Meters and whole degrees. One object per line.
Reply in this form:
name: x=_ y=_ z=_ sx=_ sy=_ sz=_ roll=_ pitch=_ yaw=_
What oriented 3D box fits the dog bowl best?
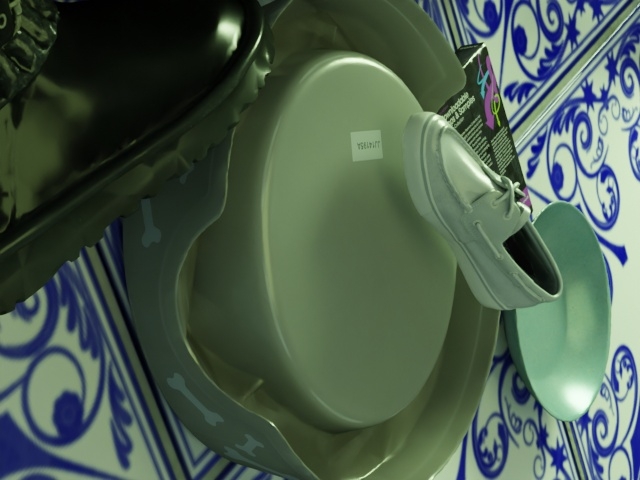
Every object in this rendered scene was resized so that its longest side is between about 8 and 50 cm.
dog bowl: x=0.000 y=0.000 z=1.146 sx=0.349 sy=0.102 sz=0.348 roll=9 pitch=80 yaw=-57

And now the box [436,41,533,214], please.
box: x=0.125 y=-0.067 z=1.409 sx=0.116 sy=0.029 sz=0.162 roll=-46 pitch=126 yaw=-49

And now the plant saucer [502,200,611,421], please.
plant saucer: x=0.202 y=0.063 z=1.506 sx=0.195 sy=0.037 sz=0.195 roll=6 pitch=83 yaw=-56

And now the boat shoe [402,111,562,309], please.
boat shoe: x=0.115 y=-0.017 z=1.172 sx=0.184 sy=0.063 sz=0.066 roll=62 pitch=41 yaw=-33

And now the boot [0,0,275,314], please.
boot: x=-0.167 y=-0.134 z=0.878 sx=0.348 sy=0.131 sz=0.260 roll=-49 pitch=127 yaw=-46
